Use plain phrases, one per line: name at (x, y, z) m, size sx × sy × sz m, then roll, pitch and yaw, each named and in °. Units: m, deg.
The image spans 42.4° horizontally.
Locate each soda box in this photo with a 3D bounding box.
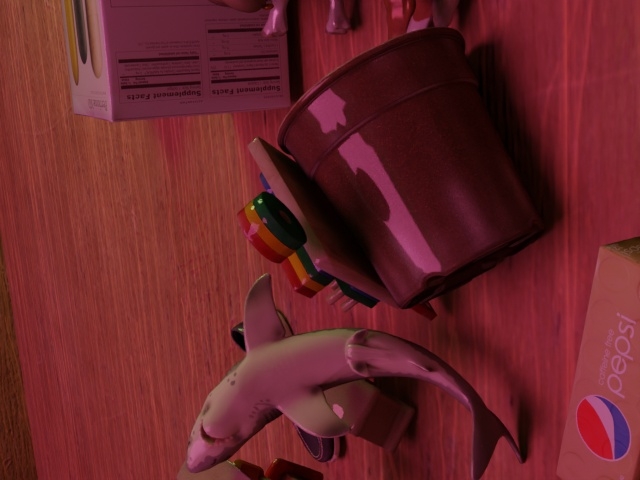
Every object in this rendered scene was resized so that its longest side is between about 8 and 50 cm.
soda box at (0.211, 0.090, 0.548) m, size 0.061 × 0.058 × 0.181 m, roll 33°, pitch 127°, yaw 50°

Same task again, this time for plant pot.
plant pot at (0.078, -0.047, 0.637) m, size 0.165 × 0.167 × 0.167 m, roll 61°, pitch 146°, yaw 12°

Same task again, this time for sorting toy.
sorting toy at (0.000, 0.000, 0.677) m, size 0.046 × 0.275 × 0.132 m, roll -40°, pitch 56°, yaw 15°

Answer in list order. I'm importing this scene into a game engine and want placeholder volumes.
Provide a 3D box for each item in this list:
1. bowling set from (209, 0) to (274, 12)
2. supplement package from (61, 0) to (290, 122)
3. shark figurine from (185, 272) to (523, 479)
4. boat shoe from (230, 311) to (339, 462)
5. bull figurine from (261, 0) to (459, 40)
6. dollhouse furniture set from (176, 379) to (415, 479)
bowling set at (-0.145, -0.330, 0.678) m, size 0.199 × 0.287 × 0.154 m, roll -66°, pitch 23°, yaw 13°
supplement package at (-0.167, -0.271, 0.897) m, size 0.199 × 0.198 × 0.262 m, roll 21°, pitch 117°, yaw 61°
shark figurine at (0.031, 0.119, 0.713) m, size 0.116 × 0.279 × 0.166 m, roll 59°, pitch -148°, yaw -71°
boat shoe at (-0.045, 0.178, 0.986) m, size 0.206 × 0.065 × 0.075 m, roll 61°, pitch 144°, yaw 27°
bull figurine at (0.015, -0.264, 0.714) m, size 0.310 × 0.101 × 0.188 m, roll 39°, pitch 136°, yaw 52°
dollhouse furniture set at (-0.028, 0.245, 0.822) m, size 0.135 × 0.262 × 0.259 m, roll 22°, pitch 80°, yaw 44°
